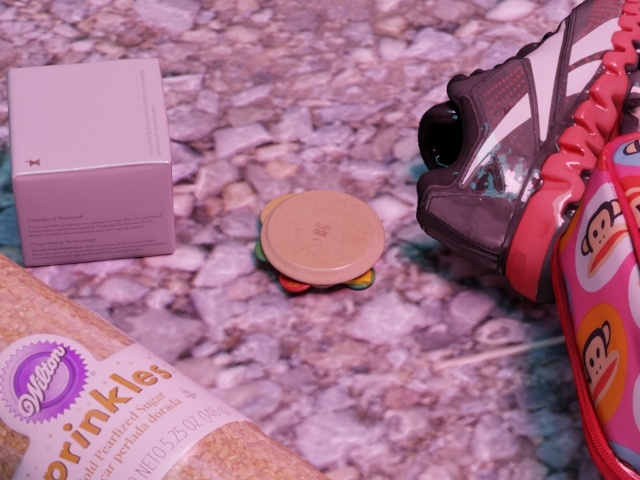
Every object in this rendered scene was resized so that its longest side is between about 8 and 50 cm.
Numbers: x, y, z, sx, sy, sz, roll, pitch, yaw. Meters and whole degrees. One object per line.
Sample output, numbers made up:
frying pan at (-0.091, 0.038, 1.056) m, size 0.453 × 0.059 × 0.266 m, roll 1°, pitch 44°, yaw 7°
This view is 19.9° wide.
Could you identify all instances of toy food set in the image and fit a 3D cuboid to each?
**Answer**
toy food set at (0.000, 0.000, 1.172) m, size 0.083 × 0.020 × 0.083 m, roll 3°, pitch 48°, yaw 2°

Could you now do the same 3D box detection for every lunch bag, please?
lunch bag at (0.283, 0.069, 0.999) m, size 0.293 × 0.120 × 0.258 m, roll 11°, pitch 40°, yaw -14°

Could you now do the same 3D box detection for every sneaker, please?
sneaker at (0.141, -0.085, 1.198) m, size 0.135 × 0.098 × 0.276 m, roll 18°, pitch 51°, yaw 12°

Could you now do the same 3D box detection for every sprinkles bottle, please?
sprinkles bottle at (-0.135, 0.103, 1.010) m, size 0.355 × 0.121 × 0.121 m, roll 32°, pitch 55°, yaw 24°

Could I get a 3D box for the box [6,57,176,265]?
box at (-0.147, -0.051, 1.171) m, size 0.102 × 0.087 × 0.101 m, roll -6°, pitch 48°, yaw -6°
